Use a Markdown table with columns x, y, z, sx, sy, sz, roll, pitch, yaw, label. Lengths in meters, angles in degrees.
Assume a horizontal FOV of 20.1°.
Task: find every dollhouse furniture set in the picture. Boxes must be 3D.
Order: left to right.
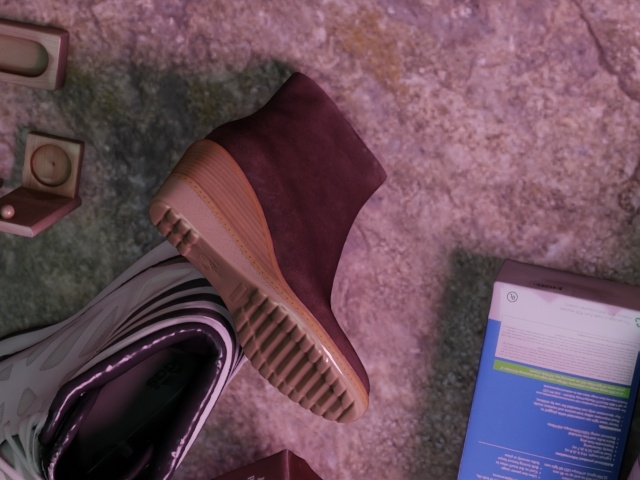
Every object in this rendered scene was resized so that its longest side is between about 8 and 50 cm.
| x | y | z | sx | sy | sz | roll | pitch | yaw | label |
| --- | --- | --- | --- | --- | --- | --- | --- | --- | --- |
| -0.280 | -0.102 | 1.522 | 0.144 | 0.123 | 0.151 | 12 | 106 | 9 | dollhouse furniture set |

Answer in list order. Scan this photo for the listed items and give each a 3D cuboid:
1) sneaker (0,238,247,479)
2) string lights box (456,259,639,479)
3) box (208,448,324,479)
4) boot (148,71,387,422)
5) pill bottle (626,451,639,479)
| x | y | z | sx | sy | sz | roll | pitch | yaw | label |
| --- | --- | --- | --- | --- | --- | --- | --- | --- | --- |
| -0.239 | 0.169 | 1.511 | 0.447 | 0.257 | 0.169 | -39 | 96 | 19 | sneaker |
| 0.190 | 0.159 | 1.513 | 0.133 | 0.077 | 0.260 | 12 | 106 | 9 | string lights box |
| -0.154 | 0.350 | 1.559 | 0.381 | 0.191 | 0.143 | -22 | 135 | 16 | box |
| 0.000 | 0.000 | 1.449 | 0.248 | 0.207 | 0.090 | 51 | 141 | -3 | boot |
| 0.357 | 0.201 | 1.410 | 0.224 | 0.224 | 0.392 | 22 | 108 | 6 | pill bottle |
